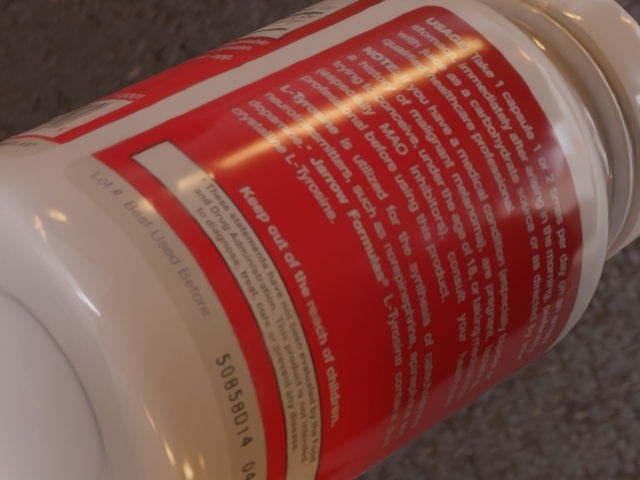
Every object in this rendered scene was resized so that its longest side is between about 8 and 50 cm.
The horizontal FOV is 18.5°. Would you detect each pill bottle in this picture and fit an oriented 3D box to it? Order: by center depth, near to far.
[{"bbox_3d":[0.000,0.000,1.025,0.407,0.229,0.229,-28,87,-37],"label":"pill bottle"}]
